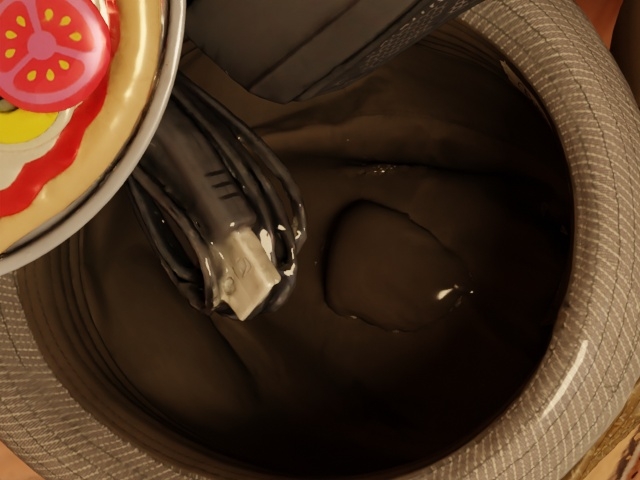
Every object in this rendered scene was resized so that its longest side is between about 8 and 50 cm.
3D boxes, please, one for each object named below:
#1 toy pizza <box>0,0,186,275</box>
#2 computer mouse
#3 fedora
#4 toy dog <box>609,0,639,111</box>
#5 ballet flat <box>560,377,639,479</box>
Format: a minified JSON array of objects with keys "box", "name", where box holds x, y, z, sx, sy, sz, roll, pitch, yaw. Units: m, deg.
[{"box":[-0.143,-0.079,0.593,0.201,0.032,0.201,1,101,6],"name":"toy pizza"},{"box":[0.017,-0.116,0.603,0.272,0.188,0.072,-35,159,12],"name":"computer mouse"},{"box":[0.000,0.000,0.696,0.124,0.275,0.244,27,75,-67],"name":"fedora"},{"box":[0.190,-0.161,0.661,0.220,0.161,0.334,-18,83,-28],"name":"toy dog"},{"box":[0.081,0.094,0.872,0.342,0.116,0.124,-43,149,-12],"name":"ballet flat"}]
